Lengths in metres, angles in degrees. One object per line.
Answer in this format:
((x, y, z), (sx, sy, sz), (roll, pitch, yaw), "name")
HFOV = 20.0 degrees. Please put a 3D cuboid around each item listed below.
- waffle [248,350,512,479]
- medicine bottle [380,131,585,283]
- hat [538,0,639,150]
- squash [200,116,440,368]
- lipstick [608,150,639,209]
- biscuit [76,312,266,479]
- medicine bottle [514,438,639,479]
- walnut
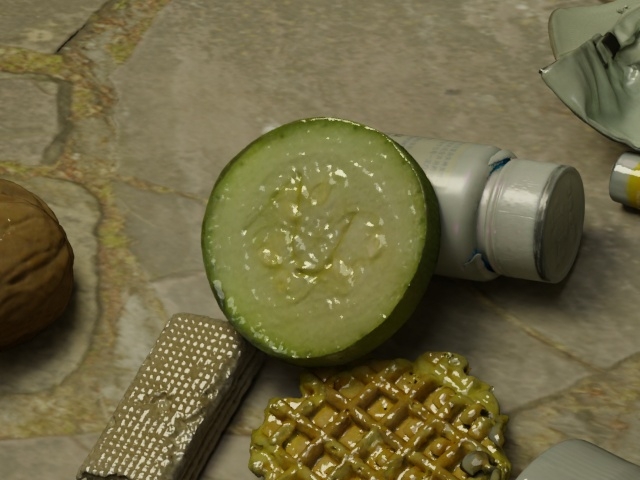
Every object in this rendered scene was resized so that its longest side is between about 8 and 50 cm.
((0.056, 0.215, 1.747), (0.262, 0.060, 0.280), (-11, 46, 16), "waffle")
((0.132, -0.033, 1.874), (0.258, 0.143, 0.143), (9, 54, 28), "medicine bottle")
((0.373, -0.212, 1.963), (0.258, 0.168, 0.301), (-30, 21, 11), "hat")
((0.000, 0.000, 1.824), (0.252, 0.049, 0.252), (-6, 76, 24), "squash")
((0.419, -0.032, 1.822), (0.264, 0.059, 0.059), (19, 60, 32), "lipstick")
((-0.151, 0.180, 1.851), (0.108, 0.062, 0.239), (11, 56, 28), "biscuit")
((0.317, 0.321, 1.451), (0.371, 0.211, 0.211), (26, 64, 36), "medicine bottle")
((-0.378, 0.031, 1.985), (0.213, 0.213, 0.213), (-11, 48, 12), "walnut")
